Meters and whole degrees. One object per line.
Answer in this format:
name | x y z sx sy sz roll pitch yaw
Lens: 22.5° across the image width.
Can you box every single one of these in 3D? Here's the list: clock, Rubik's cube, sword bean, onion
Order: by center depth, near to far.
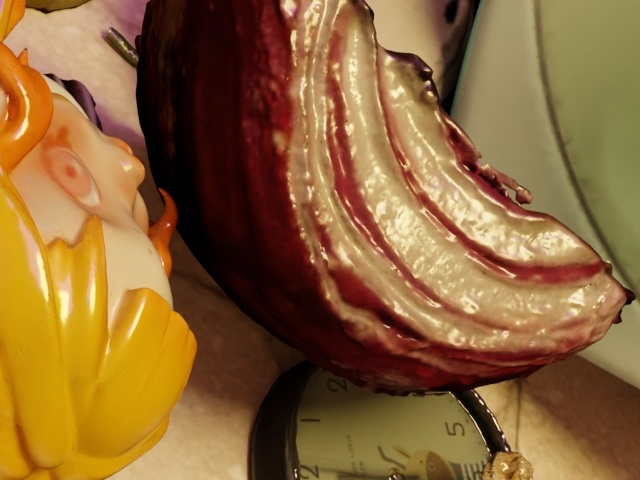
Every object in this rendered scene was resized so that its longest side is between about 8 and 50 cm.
onion | 0.000 0.000 0.911 0.314 0.280 0.146 37 69 -21
clock | 0.044 0.145 0.979 0.185 0.040 0.184 20 52 -27
Rubik's cube | 0.307 -0.104 1.048 0.347 0.351 0.352 27 37 19
sword bean | -0.107 -0.109 1.050 0.083 0.012 0.012 39 46 -12

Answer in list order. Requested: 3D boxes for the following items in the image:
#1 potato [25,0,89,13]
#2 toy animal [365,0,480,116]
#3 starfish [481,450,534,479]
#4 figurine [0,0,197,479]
potato | -0.180 -0.238 1.032 0.164 0.081 0.200 47 42 -1
toy animal | 0.003 -0.139 1.052 0.204 0.156 0.208 35 61 -14
starfish | 0.102 0.234 0.911 0.238 0.071 0.216 -12 81 -33
figurine | -0.175 0.006 0.794 0.320 0.196 0.323 57 12 -55
